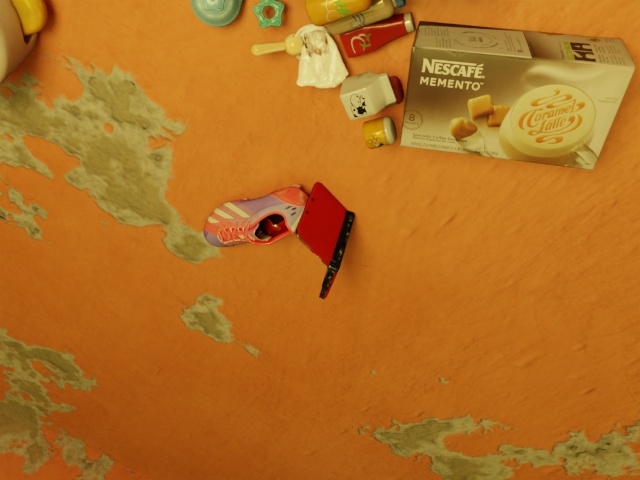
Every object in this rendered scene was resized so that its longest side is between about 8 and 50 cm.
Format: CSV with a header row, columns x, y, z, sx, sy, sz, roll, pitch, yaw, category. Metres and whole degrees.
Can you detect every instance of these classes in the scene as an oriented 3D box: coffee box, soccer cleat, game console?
x,y,z,sx,sy,sz,roll,pitch,yaw,category
0.234,-0.186,0.689,0.246,0.098,0.141,9,132,8,coffee box
-0.122,-0.025,0.934,0.248,0.095,0.083,-15,124,34,soccer cleat
0.000,0.000,0.893,0.085,0.144,0.124,21,133,-1,game console

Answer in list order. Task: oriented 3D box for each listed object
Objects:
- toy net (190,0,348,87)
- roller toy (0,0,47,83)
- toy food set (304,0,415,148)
x,y,z,sx,sy,sz,roll,pitch,yaw,category
-0.055,-0.296,0.724,0.232,0.045,0.122,31,105,-15,toy net
-0.516,-0.317,0.769,0.191,0.146,0.209,36,125,-27,roller toy
0.077,-0.231,0.689,0.104,0.111,0.232,-10,133,22,toy food set
